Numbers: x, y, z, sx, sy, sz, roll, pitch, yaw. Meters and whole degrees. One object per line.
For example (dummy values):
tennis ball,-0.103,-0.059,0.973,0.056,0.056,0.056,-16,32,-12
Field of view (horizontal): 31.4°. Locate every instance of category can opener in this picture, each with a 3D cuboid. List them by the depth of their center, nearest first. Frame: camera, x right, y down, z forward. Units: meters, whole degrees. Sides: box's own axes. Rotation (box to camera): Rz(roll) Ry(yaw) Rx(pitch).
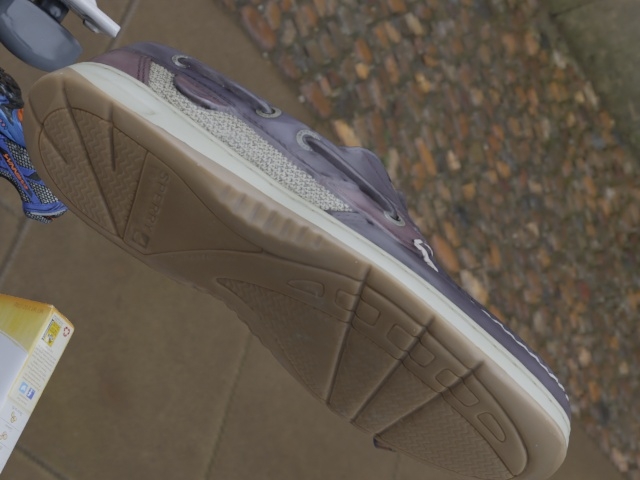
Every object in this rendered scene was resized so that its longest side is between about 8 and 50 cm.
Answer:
can opener,-0.262,-0.229,0.881,0.093,0.074,0.280,-54,137,-8

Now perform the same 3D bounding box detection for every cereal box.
cereal box,-0.338,0.153,0.979,0.240,0.173,0.047,-67,150,-26

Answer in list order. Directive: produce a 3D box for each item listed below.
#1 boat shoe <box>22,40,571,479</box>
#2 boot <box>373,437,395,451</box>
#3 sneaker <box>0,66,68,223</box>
boat shoe,0.000,0.000,0.520,0.285,0.103,0.092,34,49,6
boot,0.133,0.157,1.362,0.082,0.106,0.219,-24,123,-63
sneaker,-0.286,-0.095,0.962,0.221,0.087,0.083,37,11,13
